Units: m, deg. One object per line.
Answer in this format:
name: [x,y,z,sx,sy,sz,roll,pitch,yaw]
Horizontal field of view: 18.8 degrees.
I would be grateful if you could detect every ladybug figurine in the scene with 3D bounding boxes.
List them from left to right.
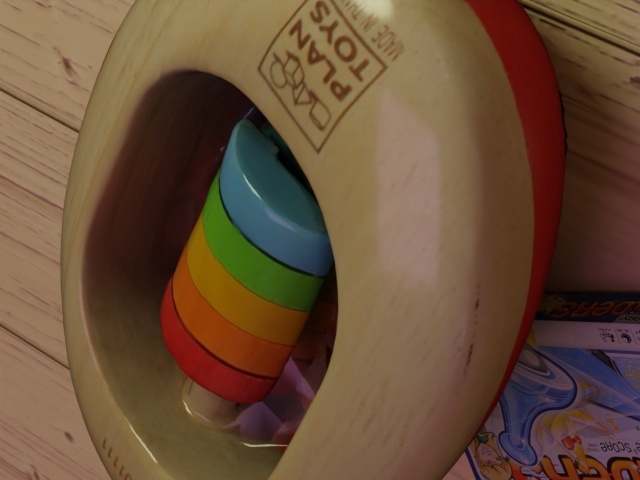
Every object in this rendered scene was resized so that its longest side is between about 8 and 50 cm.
ladybug figurine: [0.000,0.000,1.043,0.305,0.162,0.449,55,140,21]

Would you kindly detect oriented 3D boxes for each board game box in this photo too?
board game box: [0.153,0.095,1.088,0.201,0.035,0.136,-1,118,49]
